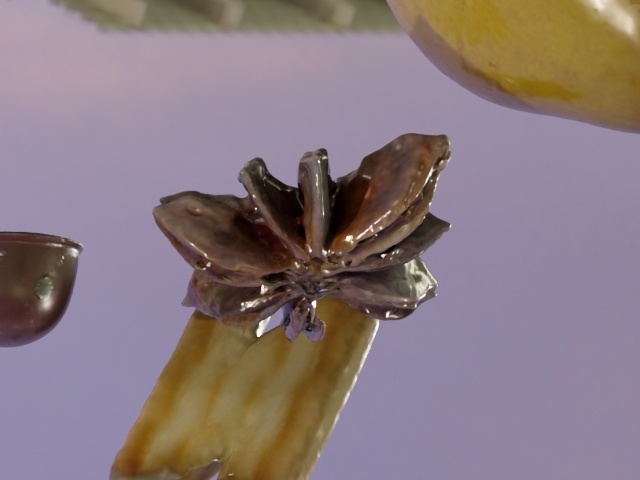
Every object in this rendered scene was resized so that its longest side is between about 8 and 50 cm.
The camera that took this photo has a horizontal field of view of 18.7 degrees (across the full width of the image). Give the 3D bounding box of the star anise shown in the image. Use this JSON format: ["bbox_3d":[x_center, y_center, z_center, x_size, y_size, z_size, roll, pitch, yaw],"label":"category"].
[{"bbox_3d":[0.000,0.000,1.415,0.229,0.236,0.093,29,-146,-35],"label":"star anise"}]

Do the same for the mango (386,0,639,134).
[{"bbox_3d":[0.217,-0.245,1.850,0.220,0.301,0.445,-19,-133,-29],"label":"mango"}]

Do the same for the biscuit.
[{"bbox_3d":[-0.081,0.173,2.092,0.237,0.290,0.062,4,144,32],"label":"biscuit"}]

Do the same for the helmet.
[{"bbox_3d":[-0.324,0.056,1.966,0.155,0.106,0.175,10,165,-39],"label":"helmet"}]
